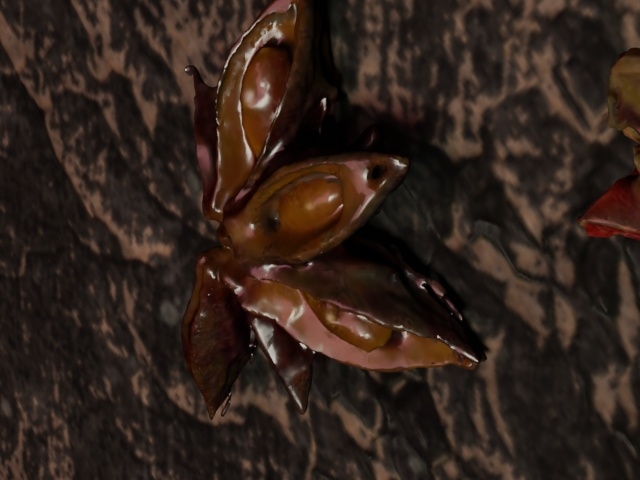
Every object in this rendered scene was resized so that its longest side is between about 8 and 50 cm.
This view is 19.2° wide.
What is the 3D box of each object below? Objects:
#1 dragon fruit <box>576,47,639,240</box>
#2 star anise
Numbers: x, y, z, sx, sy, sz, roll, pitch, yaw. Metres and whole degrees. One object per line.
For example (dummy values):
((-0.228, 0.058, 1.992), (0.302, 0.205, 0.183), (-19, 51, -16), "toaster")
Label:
((0.162, -0.054, 0.578), (0.192, 0.122, 0.092), (-44, 31, 50), "dragon fruit")
((-0.003, 0.001, 0.770), (0.157, 0.053, 0.212), (21, 117, 42), "star anise")
